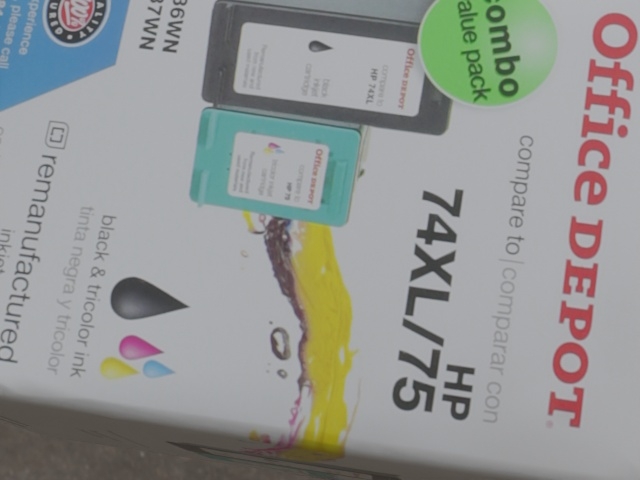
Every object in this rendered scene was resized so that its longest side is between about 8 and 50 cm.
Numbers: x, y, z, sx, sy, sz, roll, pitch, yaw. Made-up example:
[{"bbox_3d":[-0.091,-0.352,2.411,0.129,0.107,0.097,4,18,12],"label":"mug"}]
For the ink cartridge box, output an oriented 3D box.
[{"bbox_3d":[0.000,0.000,0.530,0.270,0.197,0.198,7,76,6],"label":"ink cartridge box"}]
